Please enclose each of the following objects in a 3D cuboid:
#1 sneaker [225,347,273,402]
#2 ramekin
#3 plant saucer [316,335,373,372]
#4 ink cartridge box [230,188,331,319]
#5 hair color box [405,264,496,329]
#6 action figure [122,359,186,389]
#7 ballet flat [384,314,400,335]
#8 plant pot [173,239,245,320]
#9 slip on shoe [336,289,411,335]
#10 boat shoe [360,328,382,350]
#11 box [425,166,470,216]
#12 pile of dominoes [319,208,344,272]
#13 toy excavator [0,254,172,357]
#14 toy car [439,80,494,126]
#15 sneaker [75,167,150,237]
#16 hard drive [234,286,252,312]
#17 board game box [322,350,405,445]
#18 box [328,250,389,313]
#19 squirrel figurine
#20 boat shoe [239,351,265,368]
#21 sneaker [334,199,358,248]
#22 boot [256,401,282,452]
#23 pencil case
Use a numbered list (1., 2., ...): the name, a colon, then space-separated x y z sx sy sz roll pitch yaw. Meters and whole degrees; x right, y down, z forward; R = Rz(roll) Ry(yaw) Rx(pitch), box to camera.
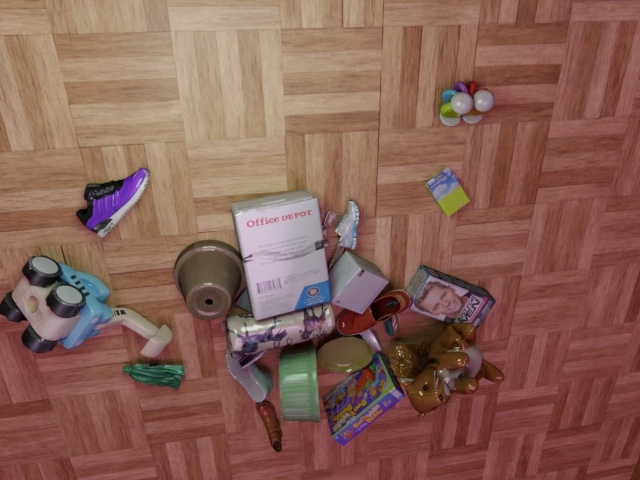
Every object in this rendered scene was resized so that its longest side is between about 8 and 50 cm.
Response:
1. sneaker: -0.292 0.538 1.985 0.094 0.151 0.256 -36 82 10
2. ramekin: -0.084 0.579 1.934 0.148 0.303 0.304 -4 116 -2
3. plant saucer: 0.103 0.477 2.035 0.240 0.037 0.241 -2 130 -2
4. ink cartridge box: -0.138 0.043 1.689 0.285 0.166 0.395 -12 111 -14
5. hair color box: 0.535 0.245 1.999 0.347 0.105 0.174 21 109 -19
6. action figure: -0.670 0.529 1.916 0.232 0.063 0.137 14 114 -21
7. ballet flat: 0.295 0.308 2.013 0.067 0.073 0.206 -30 124 -27
8. plant pot: -0.394 0.158 1.703 0.262 0.229 0.263 -4 115 -9
9. slip on shoe: 0.201 0.290 1.915 0.331 0.101 0.123 -27 82 23
10. boat shoe: 0.197 0.405 2.033 0.063 0.066 0.184 -29 118 15
11. box: 0.478 -0.188 1.816 0.109 0.042 0.178 -37 116 7
12. pile of dominoes: 0.000 0.000 1.827 0.195 0.040 0.251 18 102 -18
13. toy excavator: -0.789 0.254 1.691 0.433 0.445 0.222 44 106 17
14. toy car: 0.493 -0.479 1.638 0.181 0.159 0.136 -9 82 -7
15. sneaker: -0.690 -0.148 1.567 0.293 0.102 0.146 -45 115 11
16. hard drive: -0.256 0.241 1.885 0.135 0.022 0.094 31 105 -23
17. board game box: 0.177 0.674 2.060 0.347 0.233 0.078 -43 116 10
18. box: 0.130 0.164 1.848 0.181 0.119 0.181 26 109 -38
19. squirrel figurine: 0.462 0.543 1.953 0.370 0.397 0.281 -37 106 -28
20. boat shoe: -0.215 0.379 1.895 0.302 0.114 0.091 -41 90 -13
21. sneaker: 0.095 -0.058 1.774 0.082 0.071 0.191 1 107 -8
22. boot: -0.215 0.812 2.092 0.072 0.152 0.197 -27 117 3
23. pencil case: -0.160 0.312 1.777 0.409 0.183 0.160 -12 110 -11
